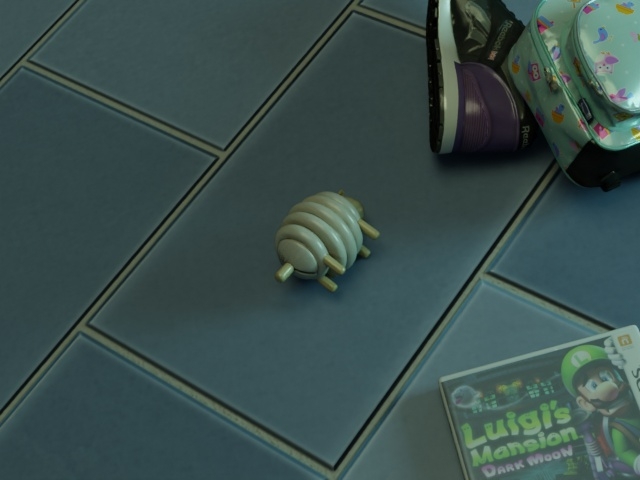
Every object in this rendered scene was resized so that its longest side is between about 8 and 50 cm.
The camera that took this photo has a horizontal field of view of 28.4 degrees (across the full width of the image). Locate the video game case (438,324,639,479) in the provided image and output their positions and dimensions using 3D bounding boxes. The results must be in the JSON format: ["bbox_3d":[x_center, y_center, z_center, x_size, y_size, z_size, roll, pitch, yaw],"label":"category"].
[{"bbox_3d":[0.215,0.172,1.116,0.190,0.022,0.173,-16,53,4],"label":"video game case"}]

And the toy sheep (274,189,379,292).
[{"bbox_3d":[0.000,0.000,1.258,0.091,0.091,0.132,22,45,27],"label":"toy sheep"}]

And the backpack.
[{"bbox_3d":[0.282,-0.166,1.235,0.165,0.144,0.188,-20,62,-20],"label":"backpack"}]

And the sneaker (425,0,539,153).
[{"bbox_3d":[0.180,-0.207,1.364,0.124,0.107,0.283,2,59,-1],"label":"sneaker"}]
